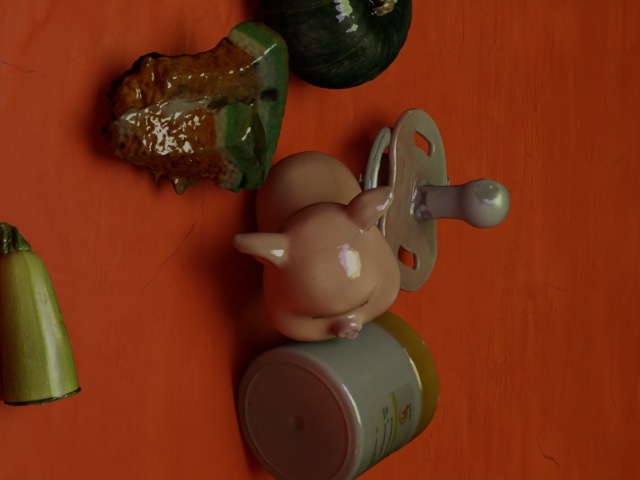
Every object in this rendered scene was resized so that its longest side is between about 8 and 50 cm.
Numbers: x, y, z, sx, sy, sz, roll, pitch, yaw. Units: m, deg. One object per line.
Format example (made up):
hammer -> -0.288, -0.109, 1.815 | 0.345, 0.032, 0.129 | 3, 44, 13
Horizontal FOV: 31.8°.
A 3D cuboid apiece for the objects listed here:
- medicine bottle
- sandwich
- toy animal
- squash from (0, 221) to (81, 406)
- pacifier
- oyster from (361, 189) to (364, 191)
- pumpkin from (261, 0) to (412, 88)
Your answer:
medicine bottle -> 0.028, 0.244, 1.741 | 0.232, 0.237, 0.238 | -23, 107, -51
sandwich -> -0.155, -0.161, 1.537 | 0.301, 0.162, 0.250 | -12, 128, -42
toy animal -> 0.000, 0.000, 1.686 | 0.269, 0.237, 0.326 | 71, 1, -64
squash -> -0.358, 0.086, 1.364 | 0.094, 0.094, 0.224 | -11, 88, -54
pacifier -> 0.186, -0.073, 2.000 | 0.220, 0.273, 0.332 | 123, -23, -76
oyster -> 0.057, -0.057, 1.973 | 0.051, 0.034, 0.093 | 70, 25, -48
pumpkin -> 0.029, -0.396, 1.803 | 0.300, 0.207, 0.300 | 4, 85, -53
